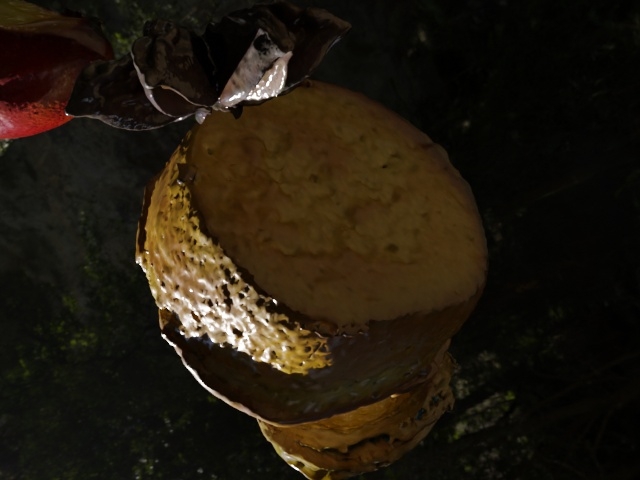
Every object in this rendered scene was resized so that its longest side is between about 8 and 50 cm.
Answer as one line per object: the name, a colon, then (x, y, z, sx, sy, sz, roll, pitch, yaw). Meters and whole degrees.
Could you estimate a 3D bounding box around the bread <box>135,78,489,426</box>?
bread: (0.000, 0.000, 0.697, 0.398, 0.215, 0.398, 14, -130, -18)

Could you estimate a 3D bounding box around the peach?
peach: (-0.357, -0.190, 0.695, 0.159, 0.267, 0.153, -48, -27, -52)

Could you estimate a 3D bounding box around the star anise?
star anise: (-0.071, -0.134, 0.473, 0.212, 0.197, 0.073, -56, -50, -76)

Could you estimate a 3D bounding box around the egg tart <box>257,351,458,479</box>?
egg tart: (0.054, 0.216, 0.848, 0.290, 0.291, 0.107, -65, -37, -55)
